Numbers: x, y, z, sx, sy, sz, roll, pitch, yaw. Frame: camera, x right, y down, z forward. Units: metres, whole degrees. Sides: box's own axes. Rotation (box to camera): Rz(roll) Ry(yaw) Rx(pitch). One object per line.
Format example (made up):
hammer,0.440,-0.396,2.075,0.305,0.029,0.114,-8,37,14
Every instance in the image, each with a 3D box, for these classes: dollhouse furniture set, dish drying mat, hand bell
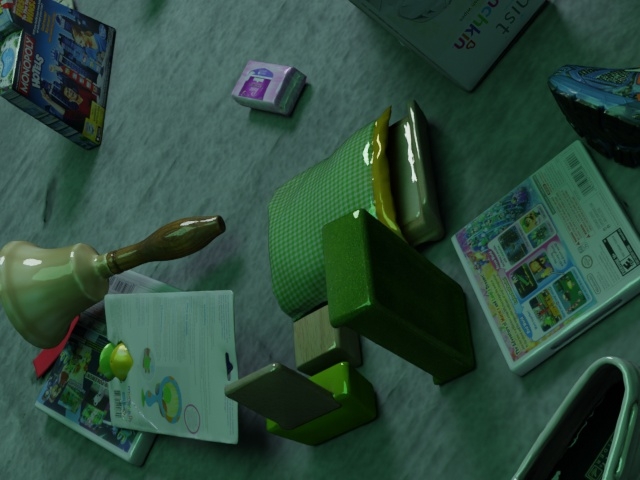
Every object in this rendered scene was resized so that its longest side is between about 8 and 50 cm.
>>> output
dollhouse furniture set,0.000,0.000,1.150,0.197,0.151,0.302,-29,48,29
dish drying mat,-0.302,0.121,1.480,0.083,0.008,0.032,-47,41,12
hand bell,-0.211,0.021,1.365,0.242,0.126,0.126,-20,52,20

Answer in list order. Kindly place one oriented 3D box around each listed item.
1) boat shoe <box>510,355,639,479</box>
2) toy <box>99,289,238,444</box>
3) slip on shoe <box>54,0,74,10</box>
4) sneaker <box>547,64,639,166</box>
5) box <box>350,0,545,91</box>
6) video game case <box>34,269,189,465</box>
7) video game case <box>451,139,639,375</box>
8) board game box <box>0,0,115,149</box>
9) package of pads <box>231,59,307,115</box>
boat shoe,0.163,0.204,0.908,0.268,0.088,0.096,-56,41,1
toy,-0.132,0.117,1.238,0.237,0.056,0.137,-4,88,49
slip on shoe,-0.438,-0.346,1.852,0.331,0.123,0.101,54,138,42
sneaker,0.277,-0.108,1.018,0.221,0.083,0.087,21,67,43
box,0.050,-0.290,1.226,0.127,0.231,0.262,-51,40,11
video game case,-0.212,0.127,1.377,0.201,0.023,0.183,17,77,47
video game case,0.190,0.012,1.059,0.143,0.019,0.157,-39,44,20
board game box,-0.357,-0.234,1.619,0.060,0.194,0.194,-23,50,33
package of pads,-0.056,-0.167,1.404,0.083,0.032,0.050,17,77,48
